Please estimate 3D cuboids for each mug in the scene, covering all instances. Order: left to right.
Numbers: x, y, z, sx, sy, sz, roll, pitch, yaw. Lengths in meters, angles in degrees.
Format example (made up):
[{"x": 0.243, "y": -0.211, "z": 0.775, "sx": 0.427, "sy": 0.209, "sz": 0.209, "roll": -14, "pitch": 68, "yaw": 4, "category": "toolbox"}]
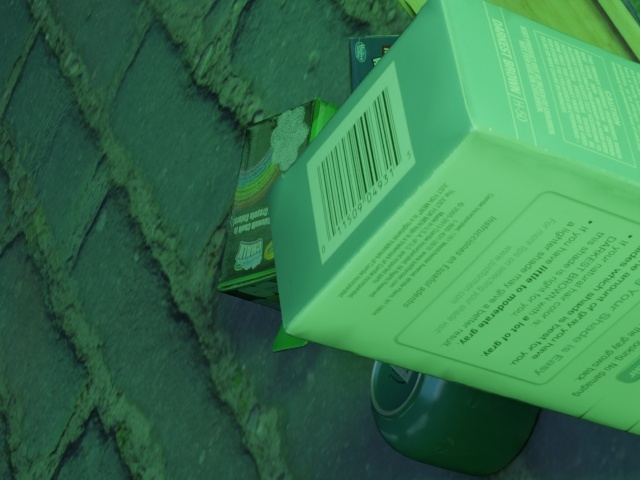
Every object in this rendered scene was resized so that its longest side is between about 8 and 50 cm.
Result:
[{"x": 0.092, "y": 0.119, "z": 1.448, "sx": 0.158, "sy": 0.097, "sz": 0.129, "roll": -37, "pitch": 44, "yaw": 47, "category": "mug"}]

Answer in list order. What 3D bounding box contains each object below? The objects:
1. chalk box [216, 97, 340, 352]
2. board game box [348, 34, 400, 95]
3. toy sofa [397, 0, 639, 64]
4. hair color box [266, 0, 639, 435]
[{"x": 0.000, "y": 0.000, "z": 1.652, "sx": 0.132, "sy": 0.132, "sz": 0.213, "roll": -15, "pitch": 62, "yaw": 56, "category": "chalk box"}, {"x": 0.080, "y": -0.077, "z": 1.553, "sx": 0.060, "sy": 0.194, "sz": 0.194, "roll": 0, "pitch": 96, "yaw": 18, "category": "board game box"}, {"x": 0.198, "y": -0.101, "z": 1.372, "sx": 0.150, "sy": 0.177, "sz": 0.362, "roll": -37, "pitch": 37, "yaw": 12, "category": "toy sofa"}, {"x": 0.177, "y": 0.007, "z": 1.065, "sx": 0.185, "sy": 0.374, "sz": 0.114, "roll": -48, "pitch": 36, "yaw": 37, "category": "hair color box"}]
